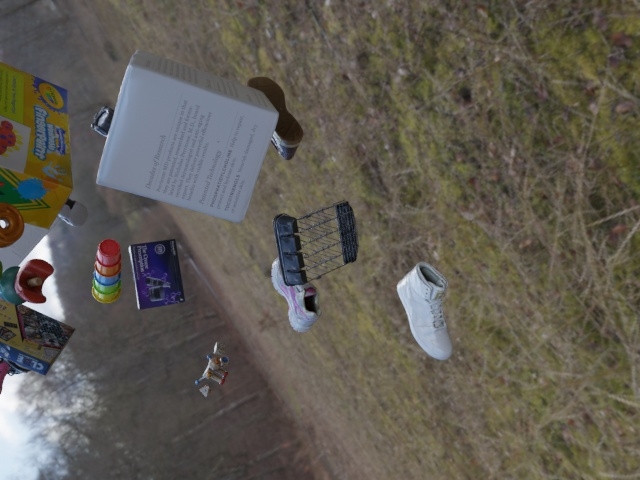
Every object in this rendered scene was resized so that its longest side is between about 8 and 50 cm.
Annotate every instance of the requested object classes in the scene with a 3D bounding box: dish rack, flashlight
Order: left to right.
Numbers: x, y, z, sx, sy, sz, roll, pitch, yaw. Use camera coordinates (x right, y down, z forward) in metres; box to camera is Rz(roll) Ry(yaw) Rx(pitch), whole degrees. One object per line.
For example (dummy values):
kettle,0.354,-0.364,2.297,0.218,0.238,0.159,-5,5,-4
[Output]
flashlight,-0.694,-0.375,2.264,0.103,0.103,0.304,22,172,43
dish rack,0.000,0.000,1.743,0.074,0.271,0.209,7,112,45

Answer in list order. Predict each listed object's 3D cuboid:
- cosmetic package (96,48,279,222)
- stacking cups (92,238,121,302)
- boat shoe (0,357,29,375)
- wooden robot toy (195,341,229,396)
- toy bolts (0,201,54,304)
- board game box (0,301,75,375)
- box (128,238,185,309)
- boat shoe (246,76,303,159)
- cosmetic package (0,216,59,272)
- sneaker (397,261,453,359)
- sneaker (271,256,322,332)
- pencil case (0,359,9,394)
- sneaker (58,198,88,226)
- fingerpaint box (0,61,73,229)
cosmetic package,-0.368,-0.297,1.700,0.329,0.393,0.328,-116,45,-64
stacking cups,-0.673,0.098,1.956,0.096,0.096,0.316,55,146,13
boat shoe,-1.096,0.430,2.190,0.127,0.113,0.340,56,165,-13
wooden robot toy,-0.298,0.364,1.771,0.076,0.173,0.079,26,134,-6
toy bolts,-0.724,0.049,1.347,0.228,0.158,0.218,46,-138,-47
board game box,-0.753,0.221,1.503,0.243,0.042,0.165,28,-160,-11
box,-0.661,0.137,2.470,0.103,0.184,0.262,159,102,-68
boat shoe,-0.161,-0.409,2.045,0.342,0.123,0.123,58,153,29
cosmetic package,-0.849,0.000,1.706,0.085,0.231,0.117,47,156,-28
sneaker,0.343,0.210,1.879,0.293,0.108,0.169,64,151,24
sneaker,-0.062,0.154,1.908,0.111,0.103,0.252,-32,80,41
pencil case,-1.032,0.450,1.907,0.095,0.098,0.209,53,179,-28
sneaker,-0.946,-0.149,2.133,0.153,0.101,0.269,16,155,28
fingerpaint box,-0.840,-0.274,1.535,0.371,0.163,0.445,19,-145,-39
